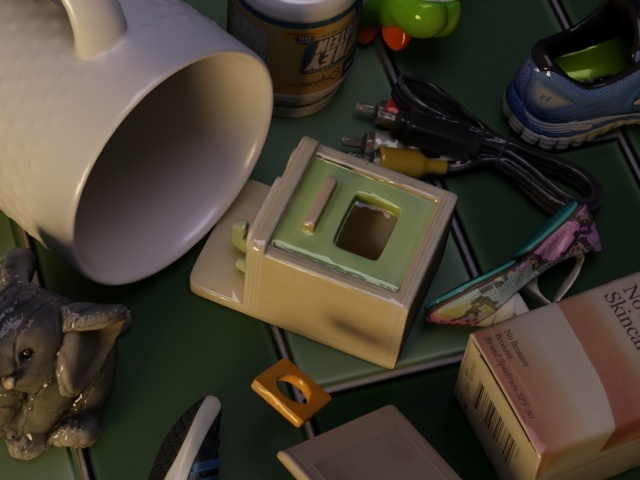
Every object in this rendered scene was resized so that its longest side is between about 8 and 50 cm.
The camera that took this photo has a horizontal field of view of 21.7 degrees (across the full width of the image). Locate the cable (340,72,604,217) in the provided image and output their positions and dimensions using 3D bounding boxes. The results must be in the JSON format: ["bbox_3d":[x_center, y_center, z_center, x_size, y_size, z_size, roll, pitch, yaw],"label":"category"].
[{"bbox_3d":[0.167,-0.095,1.825,0.287,0.072,0.139,19,44,-8],"label":"cable"}]

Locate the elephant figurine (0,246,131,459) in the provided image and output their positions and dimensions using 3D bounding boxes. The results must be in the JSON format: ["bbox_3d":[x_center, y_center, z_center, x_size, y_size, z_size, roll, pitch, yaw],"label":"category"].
[{"bbox_3d":[-0.260,0.092,1.539,0.169,0.239,0.186,-2,58,-6],"label":"elephant figurine"}]

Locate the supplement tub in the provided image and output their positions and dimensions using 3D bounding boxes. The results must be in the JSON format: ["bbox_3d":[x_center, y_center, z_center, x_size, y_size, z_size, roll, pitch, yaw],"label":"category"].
[{"bbox_3d":[-0.029,-0.240,1.796,0.144,0.200,0.144,2,58,-3],"label":"supplement tub"}]

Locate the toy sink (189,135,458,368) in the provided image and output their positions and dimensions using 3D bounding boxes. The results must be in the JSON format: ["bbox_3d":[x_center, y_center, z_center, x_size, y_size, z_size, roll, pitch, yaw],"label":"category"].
[{"bbox_3d":[0.000,0.000,1.687,0.234,0.131,0.153,21,58,9],"label":"toy sink"}]

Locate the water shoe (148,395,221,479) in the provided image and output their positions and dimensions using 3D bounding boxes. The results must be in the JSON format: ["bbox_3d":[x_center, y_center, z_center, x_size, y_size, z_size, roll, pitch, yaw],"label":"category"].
[{"bbox_3d":[-0.121,0.245,1.570,0.080,0.073,0.203,31,56,-17],"label":"water shoe"}]

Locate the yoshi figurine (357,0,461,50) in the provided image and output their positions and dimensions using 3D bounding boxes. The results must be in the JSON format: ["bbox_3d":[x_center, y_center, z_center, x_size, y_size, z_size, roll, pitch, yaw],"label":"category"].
[{"bbox_3d":[0.034,-0.378,1.886,0.362,0.203,0.203,39,63,19],"label":"yoshi figurine"}]

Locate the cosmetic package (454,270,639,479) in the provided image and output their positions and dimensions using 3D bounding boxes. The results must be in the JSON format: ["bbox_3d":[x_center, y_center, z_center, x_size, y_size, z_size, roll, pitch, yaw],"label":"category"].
[{"bbox_3d":[0.299,0.130,1.633,0.296,0.129,0.153,-20,60,-17],"label":"cosmetic package"}]

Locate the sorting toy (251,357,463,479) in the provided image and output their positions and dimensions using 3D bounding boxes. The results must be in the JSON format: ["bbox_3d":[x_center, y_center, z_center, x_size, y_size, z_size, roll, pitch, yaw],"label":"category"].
[{"bbox_3d":[0.066,0.246,1.554,0.348,0.047,0.196,47,32,22],"label":"sorting toy"}]

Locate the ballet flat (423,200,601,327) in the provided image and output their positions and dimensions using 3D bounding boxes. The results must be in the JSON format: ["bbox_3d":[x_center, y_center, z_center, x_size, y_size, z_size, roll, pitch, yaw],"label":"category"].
[{"bbox_3d":[0.209,0.043,1.722,0.221,0.077,0.079,-34,92,-23],"label":"ballet flat"}]

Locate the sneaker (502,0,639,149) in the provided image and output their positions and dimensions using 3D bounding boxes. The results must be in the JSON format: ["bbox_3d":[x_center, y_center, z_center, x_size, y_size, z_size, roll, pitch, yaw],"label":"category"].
[{"bbox_3d":[0.367,-0.199,1.839,0.330,0.147,0.130,-16,60,-16],"label":"sneaker"}]

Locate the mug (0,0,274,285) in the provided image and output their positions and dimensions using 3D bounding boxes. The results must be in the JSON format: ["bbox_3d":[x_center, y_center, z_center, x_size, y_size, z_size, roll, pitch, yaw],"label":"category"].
[{"bbox_3d":[-0.260,-0.183,1.639,0.328,0.374,0.276,37,66,24],"label":"mug"}]
